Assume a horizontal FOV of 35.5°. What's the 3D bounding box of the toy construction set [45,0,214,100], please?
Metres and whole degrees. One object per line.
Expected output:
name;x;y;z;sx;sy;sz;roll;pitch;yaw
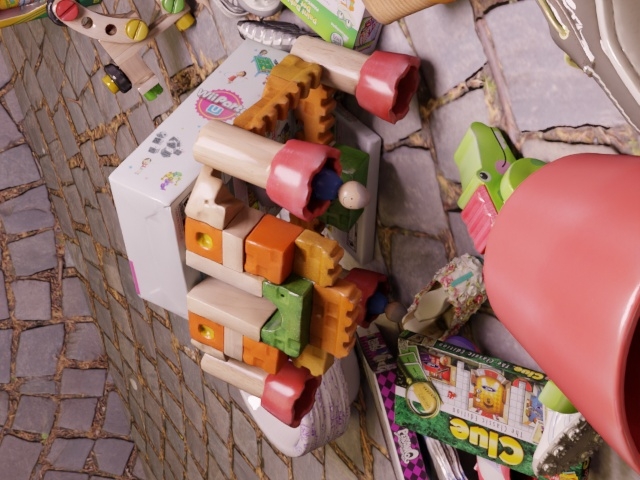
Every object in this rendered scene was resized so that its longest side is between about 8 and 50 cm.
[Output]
toy construction set;-0.282;-0.370;1.691;0.309;0.257;0.237;1;128;51

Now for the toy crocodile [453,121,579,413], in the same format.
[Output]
toy crocodile;0.222;0.024;1.089;0.115;0.105;0.341;120;134;-59

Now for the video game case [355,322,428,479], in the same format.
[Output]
video game case;0.108;0.262;1.496;0.210;0.041;0.232;-118;12;-77

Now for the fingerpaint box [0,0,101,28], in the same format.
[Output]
fingerpaint box;-0.578;-0.579;1.865;0.163;0.371;0.445;63;153;11

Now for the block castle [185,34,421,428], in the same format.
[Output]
block castle;0.000;0.000;1.279;0.212;0.303;0.453;23;135;19

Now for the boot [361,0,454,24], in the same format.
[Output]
boot;0.074;-0.378;1.019;0.211;0.104;0.295;-24;109;43

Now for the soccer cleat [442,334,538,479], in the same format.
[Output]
soccer cleat;0.226;0.236;1.306;0.095;0.083;0.248;-6;107;53

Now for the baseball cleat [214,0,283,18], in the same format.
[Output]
baseball cleat;-0.109;-0.368;1.500;0.206;0.072;0.109;51;163;39

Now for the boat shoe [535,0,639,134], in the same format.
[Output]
boat shoe;0.252;-0.205;0.884;0.305;0.109;0.091;67;155;16

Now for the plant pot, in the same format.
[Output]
plant pot;0.285;0.046;0.863;0.243;0.275;0.275;-143;39;-60

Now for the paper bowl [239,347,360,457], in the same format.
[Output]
paper bowl;-0.040;0.211;1.705;0.284;0.148;0.284;42;145;40

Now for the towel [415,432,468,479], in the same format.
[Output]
towel;0.203;0.380;1.414;0.209;0.034;0.285;77;169;-51

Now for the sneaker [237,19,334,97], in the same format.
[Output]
sneaker;-0.054;-0.237;1.428;0.228;0.086;0.132;32;122;50

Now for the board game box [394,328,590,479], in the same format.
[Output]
board game box;0.210;0.208;1.240;0.259;0.030;0.136;15;120;32

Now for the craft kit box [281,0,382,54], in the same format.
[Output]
craft kit box;-0.005;-0.389;1.235;0.250;0.061;0.247;45;145;19

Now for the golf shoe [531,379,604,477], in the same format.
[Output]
golf shoe;0.285;0.186;1.127;0.176;0.069;0.086;-60;37;19

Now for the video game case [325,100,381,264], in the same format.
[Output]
video game case;0.017;-0.106;1.493;0.206;0.026;0.227;44;146;39

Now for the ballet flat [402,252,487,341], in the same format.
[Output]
ballet flat;0.151;0.094;1.334;0.091;0.077;0.241;56;152;22

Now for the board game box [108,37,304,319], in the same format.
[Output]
board game box;-0.131;-0.082;1.305;0.097;0.303;0.224;23;143;20
